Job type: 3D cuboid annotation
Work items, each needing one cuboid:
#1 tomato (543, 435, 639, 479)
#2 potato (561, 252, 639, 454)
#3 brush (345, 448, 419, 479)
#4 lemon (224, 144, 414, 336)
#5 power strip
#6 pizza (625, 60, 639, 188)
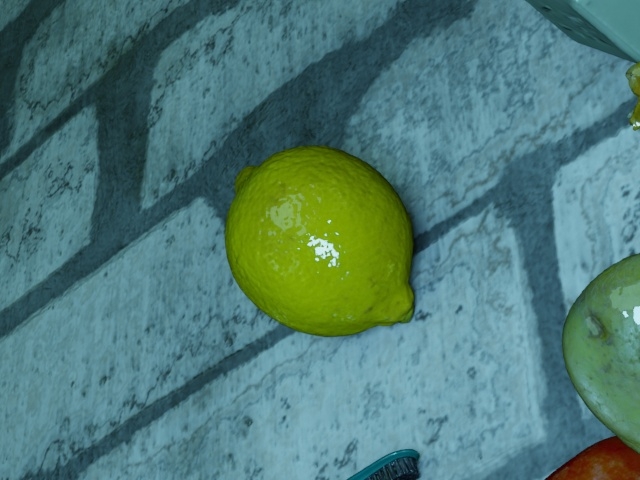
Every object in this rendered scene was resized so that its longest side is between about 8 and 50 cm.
[{"bbox_3d":[0.216,0.236,1.351,0.166,0.082,0.174,-42,33,21],"label":"tomato"},{"bbox_3d":[0.278,0.104,1.308,0.157,0.157,0.194,-34,74,31],"label":"potato"},{"bbox_3d":[0.022,0.252,1.630,0.193,0.043,0.032,-37,54,29],"label":"brush"},{"bbox_3d":[0.000,0.000,1.746,0.244,0.187,0.187,44,101,25],"label":"lemon"},{"bbox_3d":[0.306,-0.296,1.637,0.224,0.139,0.140,-56,32,1],"label":"power strip"},{"bbox_3d":[0.355,-0.115,1.472,0.289,0.081,0.228,-4,60,49],"label":"pizza"}]
